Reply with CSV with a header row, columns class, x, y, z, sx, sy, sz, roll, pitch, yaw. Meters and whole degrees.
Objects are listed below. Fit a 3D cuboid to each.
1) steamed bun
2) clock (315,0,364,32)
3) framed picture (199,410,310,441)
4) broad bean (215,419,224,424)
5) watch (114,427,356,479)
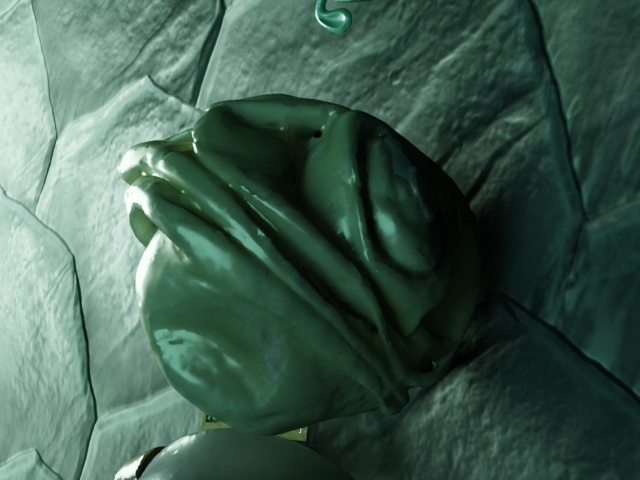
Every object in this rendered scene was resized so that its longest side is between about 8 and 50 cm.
class,x,y,z,sx,sy,sz,roll,pitch,yaw
steamed bun,0.000,0.000,0.951,0.207,0.280,0.268,-42,59,39
clock,0.035,-0.286,1.087,0.188,0.060,0.148,-54,54,31
framed picture,-0.053,0.087,1.165,0.136,0.010,0.201,-1,78,38
broad bean,-0.082,0.180,1.204,0.297,0.043,0.060,60,139,30
watch,-0.078,0.342,1.043,0.327,0.314,0.335,-15,105,31
